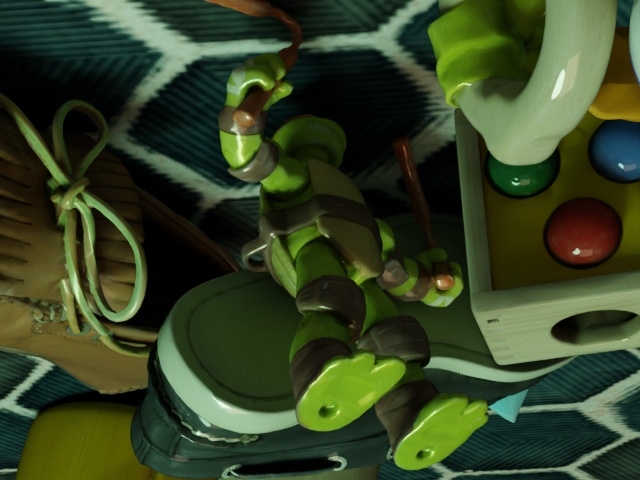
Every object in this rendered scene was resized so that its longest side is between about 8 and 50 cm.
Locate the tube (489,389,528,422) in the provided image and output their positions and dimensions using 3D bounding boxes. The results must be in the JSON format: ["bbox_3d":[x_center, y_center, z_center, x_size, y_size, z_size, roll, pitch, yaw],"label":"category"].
[{"bbox_3d":[0.063,0.047,1.096,0.207,0.080,0.052,25,-173,-23],"label":"tube"}]

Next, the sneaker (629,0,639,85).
[{"bbox_3d":[0.266,-0.059,0.807,0.322,0.130,0.236,-13,156,-17],"label":"sneaker"}]

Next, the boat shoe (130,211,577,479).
[{"bbox_3d":[0.029,0.073,0.994,0.340,0.127,0.113,-16,150,-47],"label":"boat shoe"}]

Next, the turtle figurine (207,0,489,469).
[{"bbox_3d":[0.000,0.000,0.862,0.087,0.217,0.269,-29,138,14],"label":"turtle figurine"}]

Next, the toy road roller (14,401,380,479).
[{"bbox_3d":[-0.110,0.205,1.299,0.240,0.203,0.329,16,152,-12],"label":"toy road roller"}]

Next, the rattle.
[{"bbox_3d":[0.134,-0.130,0.736,0.142,0.130,0.200,8,125,-11],"label":"rattle"}]

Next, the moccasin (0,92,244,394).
[{"bbox_3d":[-0.147,-0.002,0.922,0.147,0.139,0.380,-16,151,19],"label":"moccasin"}]

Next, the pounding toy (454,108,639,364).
[{"bbox_3d":[0.185,0.006,0.919,0.206,0.181,0.094,-9,153,12],"label":"pounding toy"}]
